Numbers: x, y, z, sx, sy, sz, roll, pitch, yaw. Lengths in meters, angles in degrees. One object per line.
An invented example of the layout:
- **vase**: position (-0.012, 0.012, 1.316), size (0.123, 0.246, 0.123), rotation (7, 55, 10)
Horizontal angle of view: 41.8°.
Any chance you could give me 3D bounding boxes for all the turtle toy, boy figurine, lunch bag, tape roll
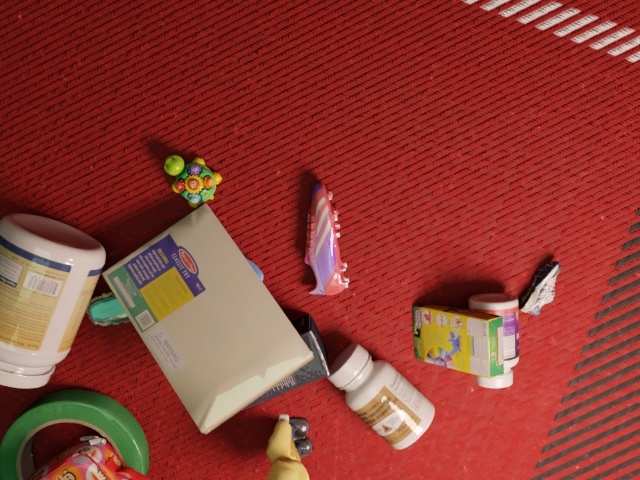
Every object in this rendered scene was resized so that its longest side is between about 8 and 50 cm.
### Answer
- **turtle toy**: position (-0.280, -0.133, 1.796), size (0.130, 0.066, 0.095), rotation (41, 96, -6)
- **boy figurine**: position (-0.066, 0.460, 1.779), size (0.092, 0.285, 0.177), rotation (-8, 95, 0)
- **lunch bag**: position (-0.474, 0.575, 1.790), size (0.258, 0.120, 0.293), rotation (-34, 99, 7)
- **tape roll**: position (-0.549, 0.496, 1.874), size (0.321, 0.077, 0.321), rotation (0, 102, 0)

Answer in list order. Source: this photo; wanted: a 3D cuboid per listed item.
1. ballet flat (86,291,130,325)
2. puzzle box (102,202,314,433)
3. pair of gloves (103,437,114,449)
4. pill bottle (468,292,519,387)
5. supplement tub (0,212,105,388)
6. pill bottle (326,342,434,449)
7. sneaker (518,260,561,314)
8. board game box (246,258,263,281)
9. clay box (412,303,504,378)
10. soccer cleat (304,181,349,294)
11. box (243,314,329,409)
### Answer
- **ballet flat**: position (-0.389, 0.133, 1.830), size (0.240, 0.077, 0.091), rotation (-5, 94, -2)
- **puzzle box**: position (-0.236, 0.153, 1.736), size (0.272, 0.052, 0.409), rotation (-34, 72, -6)
- **pair of gloves**: position (-0.465, 0.482, 1.915), size (0.083, 0.010, 0.074), rotation (35, 100, -7)
- **pill bottle**: position (0.380, 0.219, 1.835), size (0.108, 0.108, 0.194), rotation (-3, 99, 0)
- **supplement tub**: position (-0.606, 0.124, 1.749), size (0.228, 0.228, 0.316), rotation (23, 97, -4)
- **pill bottle**: position (0.128, 0.337, 1.838), size (0.229, 0.131, 0.131), rotation (43, 96, -6)
- **sneaker**: position (0.495, 0.107, 1.854), size (0.058, 0.052, 0.135), rotation (29, 105, -15)
- **board game box**: position (-0.199, 0.115, 1.853), size (0.133, 0.033, 0.169), rotation (12, 93, 3)
- **clay box**: position (0.293, 0.211, 1.810), size (0.053, 0.222, 0.127), rotation (-10, 101, -37)
- **soccer cleat**: position (0.000, 0.000, 1.815), size (0.095, 0.083, 0.248), rotation (-10, 101, 5)
- **box**: position (-0.093, 0.260, 1.813), size (0.207, 0.153, 0.108), rotation (-22, 98, 3)
